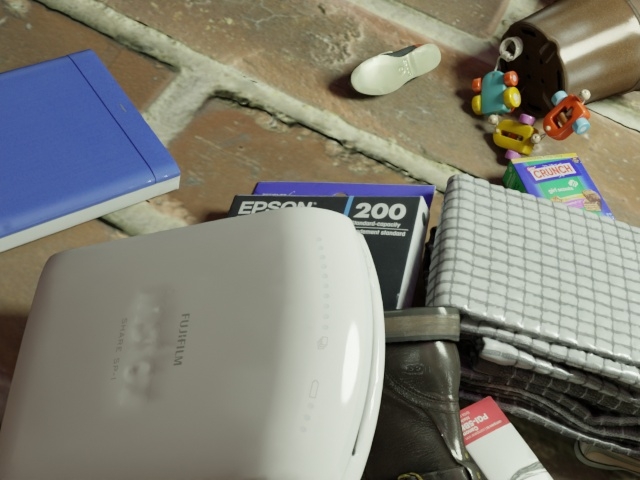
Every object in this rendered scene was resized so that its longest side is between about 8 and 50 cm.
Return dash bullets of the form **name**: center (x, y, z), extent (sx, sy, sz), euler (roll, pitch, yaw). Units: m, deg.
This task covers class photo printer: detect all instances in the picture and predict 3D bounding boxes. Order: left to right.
- **photo printer**: center (-0.098, 0.106, 0.828), extent (0.307, 0.107, 0.256), euler (-9, 55, 22)

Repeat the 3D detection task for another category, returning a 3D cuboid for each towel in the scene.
- **towel**: center (0.230, 0.076, 1.009), extent (0.283, 0.121, 0.235), euler (16, 37, -3)

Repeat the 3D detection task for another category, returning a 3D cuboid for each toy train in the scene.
- **toy train**: center (0.256, -0.163, 1.250), extent (0.046, 0.125, 0.166), euler (15, 34, -46)

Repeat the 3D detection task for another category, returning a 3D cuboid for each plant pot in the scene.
- **plant pot**: center (0.327, -0.239, 1.301), extent (0.165, 0.167, 0.167), euler (-26, 61, -22)

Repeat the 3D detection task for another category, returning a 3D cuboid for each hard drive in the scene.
- **hard drive**: center (-0.337, -0.084, 1.071), extent (0.318, 0.040, 0.210), euler (-23, 60, -29)

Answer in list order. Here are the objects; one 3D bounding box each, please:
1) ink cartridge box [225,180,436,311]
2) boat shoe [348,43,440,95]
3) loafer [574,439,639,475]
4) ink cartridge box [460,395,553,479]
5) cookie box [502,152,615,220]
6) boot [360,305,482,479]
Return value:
- **ink cartridge box**: center (0.000, 0.000, 1.041), extent (0.206, 0.045, 0.208), euler (2, 46, 17)
- **boat shoe**: center (0.087, -0.213, 1.287), extent (0.137, 0.049, 0.043), euler (-25, 19, -28)
- **loafer**: center (0.311, 0.202, 1.000), extent (0.125, 0.039, 0.045), euler (6, 49, -9)
- **ink cartridge box**: center (0.153, 0.222, 0.904), extent (0.056, 0.099, 0.135), euler (-20, 58, -28)
- **cookie box**: center (0.274, -0.048, 1.197), extent (0.091, 0.040, 0.107), euler (-7, 53, -19)
- **boot**: center (0.030, 0.182, 0.888), extent (0.091, 0.263, 0.229), euler (7, 74, -52)
